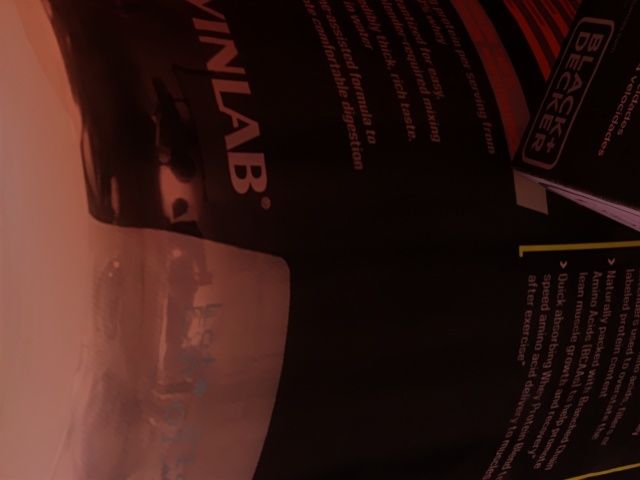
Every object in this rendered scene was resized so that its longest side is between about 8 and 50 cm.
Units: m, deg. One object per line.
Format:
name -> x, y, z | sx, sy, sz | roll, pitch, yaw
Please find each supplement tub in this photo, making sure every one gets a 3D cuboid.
supplement tub -> 0.000, 0.000, 0.512 | 0.207, 0.207, 0.338 | 26, -162, 40

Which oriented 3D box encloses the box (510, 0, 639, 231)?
box -> 0.177, 0.000, 0.307 | 0.169, 0.087, 0.290 | 22, -177, -20
